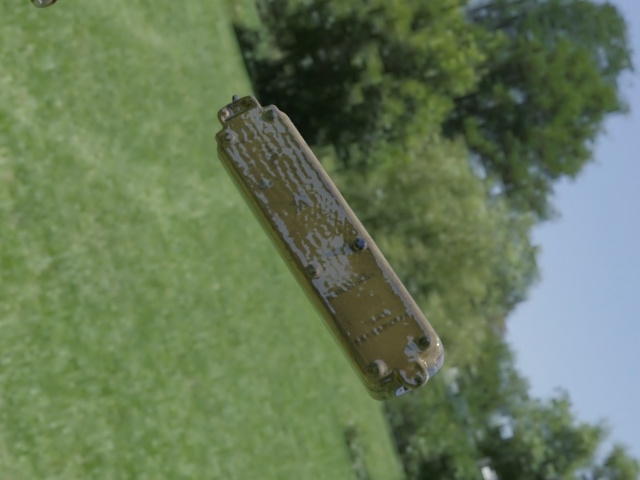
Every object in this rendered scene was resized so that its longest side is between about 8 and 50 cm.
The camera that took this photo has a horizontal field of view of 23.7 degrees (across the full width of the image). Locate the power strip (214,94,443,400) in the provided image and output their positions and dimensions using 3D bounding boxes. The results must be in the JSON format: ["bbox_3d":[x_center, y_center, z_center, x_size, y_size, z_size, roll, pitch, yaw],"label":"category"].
[{"bbox_3d":[0.000,0.000,1.153,0.305,0.064,0.044,56,-9,30],"label":"power strip"}]

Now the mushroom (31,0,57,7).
[{"bbox_3d":[-0.324,-0.272,1.373,0.093,0.225,0.116,-13,-118,51],"label":"mushroom"}]
